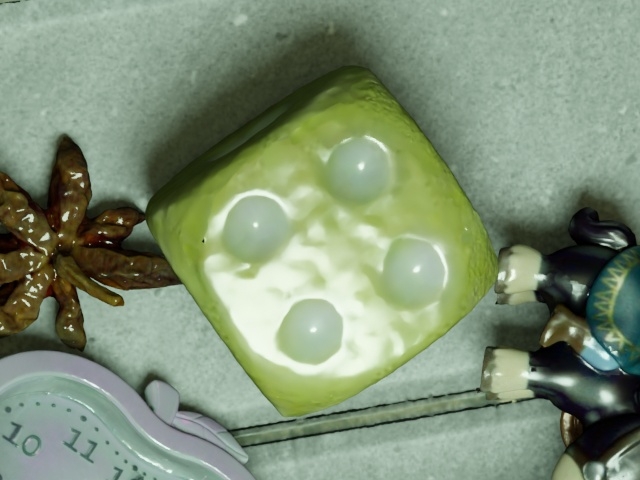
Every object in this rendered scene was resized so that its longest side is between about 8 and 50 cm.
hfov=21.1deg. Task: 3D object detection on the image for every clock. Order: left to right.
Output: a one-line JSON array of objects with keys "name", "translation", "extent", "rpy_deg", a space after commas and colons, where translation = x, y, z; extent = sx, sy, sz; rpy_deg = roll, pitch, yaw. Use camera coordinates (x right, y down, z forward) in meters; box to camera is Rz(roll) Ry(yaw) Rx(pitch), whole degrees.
[{"name": "clock", "translation": [-0.204, 0.260, 1.504], "extent": [0.338, 0.338, 0.102], "rpy_deg": [36, 135, -7]}]

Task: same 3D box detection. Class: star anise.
[{"name": "star anise", "translation": [-0.244, 0.007, 1.555], "extent": [0.212, 0.111, 0.196], "rpy_deg": [-15, 89, 3]}]

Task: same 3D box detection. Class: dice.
[{"name": "dice", "translation": [0.000, 0.000, 1.510], "extent": [0.238, 0.227, 0.233], "rpy_deg": [-36, 99, -2]}]

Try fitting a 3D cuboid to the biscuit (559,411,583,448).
[{"name": "biscuit", "translation": [0.275, 0.174, 1.651], "extent": [0.091, 0.015, 0.078], "rpy_deg": [-10, 96, -4]}]

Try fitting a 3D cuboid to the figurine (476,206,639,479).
[{"name": "figurine", "translation": [0.342, 0.094, 1.529], "extent": [0.412, 0.241, 0.306], "rpy_deg": [-20, 61, -1]}]
